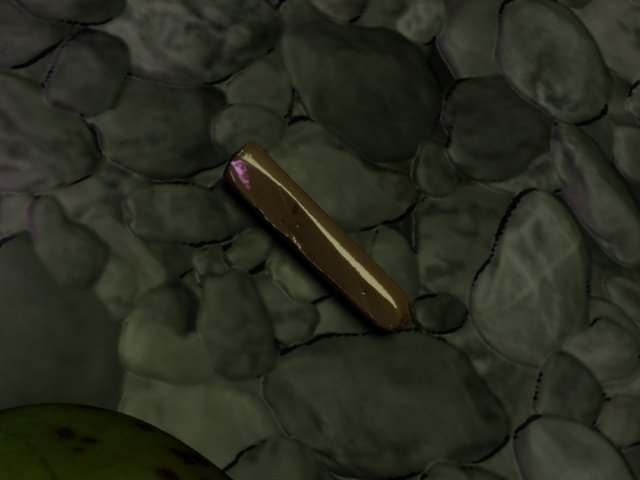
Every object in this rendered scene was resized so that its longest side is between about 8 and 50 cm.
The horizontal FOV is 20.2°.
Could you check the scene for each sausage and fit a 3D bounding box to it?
[{"bbox_3d":[0.000,0.000,0.867,0.116,0.026,0.026,44,51,6],"label":"sausage"}]

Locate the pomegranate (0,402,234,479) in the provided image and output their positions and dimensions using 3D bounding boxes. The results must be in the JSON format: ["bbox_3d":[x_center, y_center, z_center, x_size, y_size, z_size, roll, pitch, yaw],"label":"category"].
[{"bbox_3d":[-0.100,0.168,0.593,0.202,0.202,0.248,48,41,9],"label":"pomegranate"}]
